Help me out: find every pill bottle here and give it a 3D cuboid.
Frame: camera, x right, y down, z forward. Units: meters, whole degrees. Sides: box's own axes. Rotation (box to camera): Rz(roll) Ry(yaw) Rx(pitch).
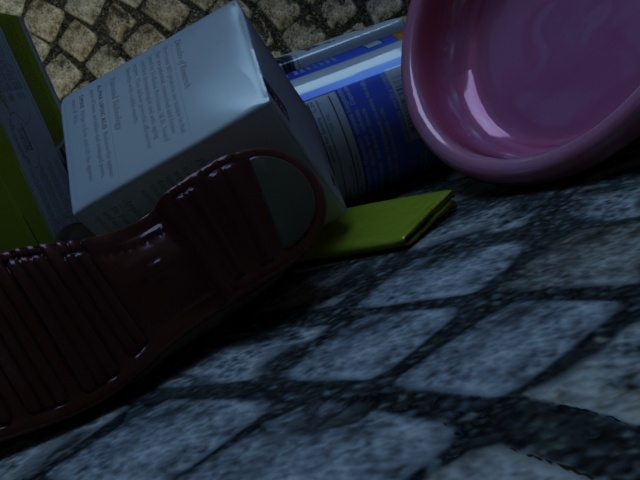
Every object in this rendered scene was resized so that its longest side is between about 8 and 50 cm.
[{"bbox_3d":[0.003,-0.108,1.018,0.272,0.152,0.152,-22,12,-7],"label":"pill bottle"}]

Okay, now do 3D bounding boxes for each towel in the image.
[{"bbox_3d":[0.000,0.000,0.865,0.237,0.021,0.102,-10,21,37],"label":"towel"}]

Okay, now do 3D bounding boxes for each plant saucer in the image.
[{"bbox_3d":[0.214,-0.201,0.846,0.084,0.332,0.332,17,-15,-38],"label":"plant saucer"}]

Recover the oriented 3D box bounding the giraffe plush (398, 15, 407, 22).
[{"bbox_3d":[0.182,-0.231,1.349,0.210,0.181,0.170,16,31,6],"label":"giraffe plush"}]

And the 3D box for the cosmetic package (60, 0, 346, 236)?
[{"bbox_3d":[-0.101,-0.073,0.837,0.184,0.151,0.151,-28,48,9],"label":"cosmetic package"}]

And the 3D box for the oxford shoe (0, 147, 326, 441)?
[{"bbox_3d":[-0.153,0.059,0.701,0.348,0.123,0.130,-25,-14,-18],"label":"oxford shoe"}]

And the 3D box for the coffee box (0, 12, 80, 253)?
[{"bbox_3d":[-0.487,-0.066,1.184,0.338,0.338,0.334,-21,12,1],"label":"coffee box"}]

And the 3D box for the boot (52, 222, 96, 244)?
[{"bbox_3d":[-0.213,0.001,1.054,0.106,0.082,0.219,-21,9,9],"label":"boot"}]

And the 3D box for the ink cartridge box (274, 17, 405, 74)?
[{"bbox_3d":[-0.074,-0.153,1.313,0.395,0.166,0.285,-21,12,-8],"label":"ink cartridge box"}]
